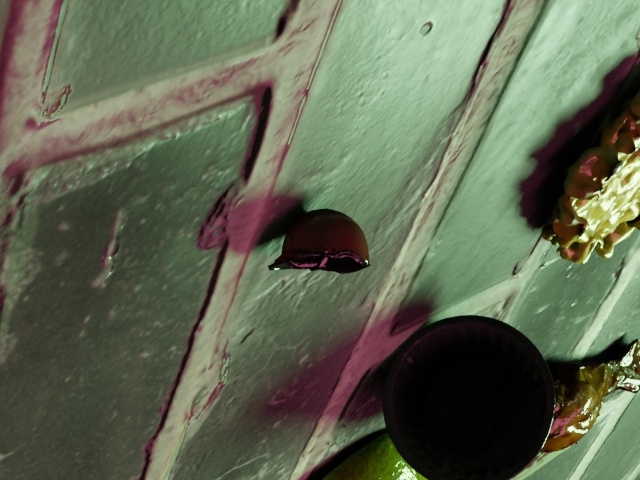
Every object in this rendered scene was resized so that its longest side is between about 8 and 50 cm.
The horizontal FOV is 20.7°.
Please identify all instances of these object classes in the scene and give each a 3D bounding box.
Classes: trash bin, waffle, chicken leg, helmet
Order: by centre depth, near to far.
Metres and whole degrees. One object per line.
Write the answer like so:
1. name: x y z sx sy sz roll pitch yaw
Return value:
1. helmet: -0.001 -0.001 1.397 0.084 0.049 0.065 3 169 -25
2. waffle: 0.330 -0.082 1.758 0.262 0.060 0.280 -44 156 4
3. trash bin: 0.159 0.171 1.816 0.175 0.175 0.161 -43 168 1
4. chicken leg: 0.341 0.186 2.205 0.304 0.093 0.113 -20 136 -50

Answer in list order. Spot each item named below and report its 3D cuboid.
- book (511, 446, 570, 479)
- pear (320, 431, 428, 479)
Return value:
1. book: 0.265 0.284 2.319 0.232 0.022 0.162 -29 153 -28
2. pear: 0.059 0.324 1.950 0.288 0.139 0.239 -24 142 -38
